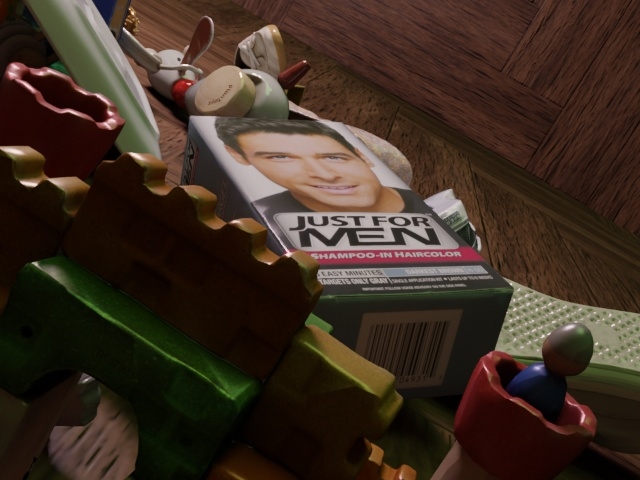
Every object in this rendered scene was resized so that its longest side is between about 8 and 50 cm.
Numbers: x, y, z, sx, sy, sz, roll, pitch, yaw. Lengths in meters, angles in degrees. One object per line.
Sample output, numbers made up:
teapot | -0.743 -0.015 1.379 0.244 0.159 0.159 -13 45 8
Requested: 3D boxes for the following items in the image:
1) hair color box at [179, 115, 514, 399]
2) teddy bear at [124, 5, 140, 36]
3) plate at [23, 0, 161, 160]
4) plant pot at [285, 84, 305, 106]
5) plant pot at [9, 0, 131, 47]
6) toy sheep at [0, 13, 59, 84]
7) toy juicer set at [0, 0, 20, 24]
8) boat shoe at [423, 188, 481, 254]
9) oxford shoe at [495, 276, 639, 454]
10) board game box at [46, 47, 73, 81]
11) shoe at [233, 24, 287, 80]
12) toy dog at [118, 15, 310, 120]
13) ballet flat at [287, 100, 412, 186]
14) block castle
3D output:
hair color box | 0.000 0.000 0.893 0.185 0.113 0.374 0 28 -24
teddy bear | -0.427 -0.443 1.618 0.245 0.113 0.338 46 5 -28
plate | -0.256 -0.215 1.035 0.277 0.045 0.278 61 -1 -34
plant pot | -0.090 -0.259 1.701 0.083 0.081 0.081 24 13 17
plant pot | -0.370 -0.380 1.222 0.236 0.236 0.212 -3 34 -46
toy sheep | -0.360 -0.218 1.069 0.132 0.091 0.091 25 10 37
toy juicer set | -0.485 -0.256 0.982 0.329 0.089 0.209 -1 38 -17
boat shoe | 0.183 -0.009 1.390 0.102 0.108 0.301 61 0 -6
oxford shoe | 0.216 0.129 0.982 0.449 0.130 0.169 15 33 0
board game box | -0.331 -0.213 1.215 0.126 0.026 0.186 25 16 -20
shoe | -0.099 -0.273 1.444 0.076 0.058 0.219 67 -15 1
toy dog | -0.131 -0.237 1.348 0.333 0.161 0.220 41 -6 25
ballet flat | -0.008 -0.146 1.472 0.316 0.107 0.106 25 17 19
block castle | -0.065 0.055 0.515 0.453 0.213 0.303 32 16 7
